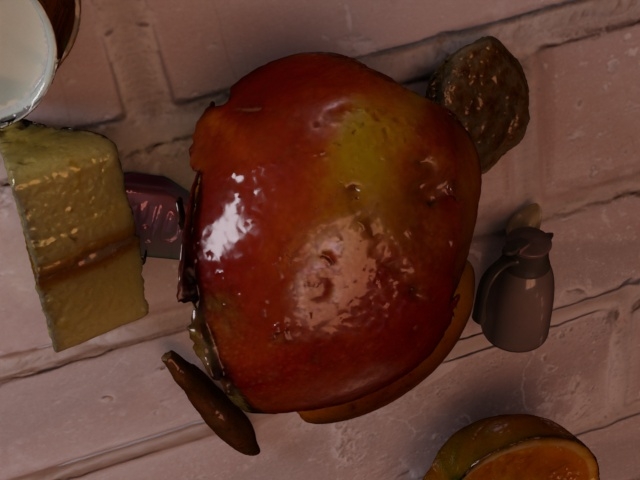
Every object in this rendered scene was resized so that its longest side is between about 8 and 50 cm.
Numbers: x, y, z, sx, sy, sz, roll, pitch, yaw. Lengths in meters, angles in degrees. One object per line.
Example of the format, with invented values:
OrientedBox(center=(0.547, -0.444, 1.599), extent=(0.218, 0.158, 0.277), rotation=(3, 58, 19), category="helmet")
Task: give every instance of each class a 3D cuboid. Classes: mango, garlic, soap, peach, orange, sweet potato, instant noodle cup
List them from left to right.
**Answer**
OrientedBox(center=(-0.358, -0.222, 0.877), extent=(0.230, 0.182, 0.230), rotation=(-9, 121, -15), category="instant noodle cup")
OrientedBox(center=(-0.225, -0.032, 1.104), extent=(0.149, 0.056, 0.100), rotation=(7, 114, -22), category="soap")
OrientedBox(center=(-0.161, 0.247, 1.286), extent=(0.057, 0.057, 0.265), rotation=(-34, 123, 2), category="sweet potato")
OrientedBox(center=(0.000, 0.000, 0.996), extent=(0.417, 0.353, 0.339), rotation=(-57, 158, 4), category="peach")
OrientedBox(center=(0.085, 0.131, 1.236), extent=(0.350, 0.199, 0.201), rotation=(-29, 154, -16), category="mango")
OrientedBox(center=(0.302, 0.419, 1.427), extent=(0.274, 0.274, 0.310), rotation=(22, 144, -28), category="orange")
OrientedBox(center=(0.309, -0.015, 1.304), extent=(0.053, 0.041, 0.083), rotation=(-25, 135, -17), category="garlic")

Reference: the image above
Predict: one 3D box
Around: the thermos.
OrientedBox(center=(0.288, 0.073, 1.279), extent=(0.137, 0.105, 0.193), rotation=(-22, 136, -20), category="thermos")

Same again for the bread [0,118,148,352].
OrientedBox(center=(-0.302, -0.001, 1.019), extent=(0.178, 0.142, 0.266), rotation=(2, 127, 10), category="bread")

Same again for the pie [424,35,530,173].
OrientedBox(center=(0.210, -0.178, 1.155), extent=(0.163, 0.079, 0.194), rotation=(-17, 123, -18), category="pie")
